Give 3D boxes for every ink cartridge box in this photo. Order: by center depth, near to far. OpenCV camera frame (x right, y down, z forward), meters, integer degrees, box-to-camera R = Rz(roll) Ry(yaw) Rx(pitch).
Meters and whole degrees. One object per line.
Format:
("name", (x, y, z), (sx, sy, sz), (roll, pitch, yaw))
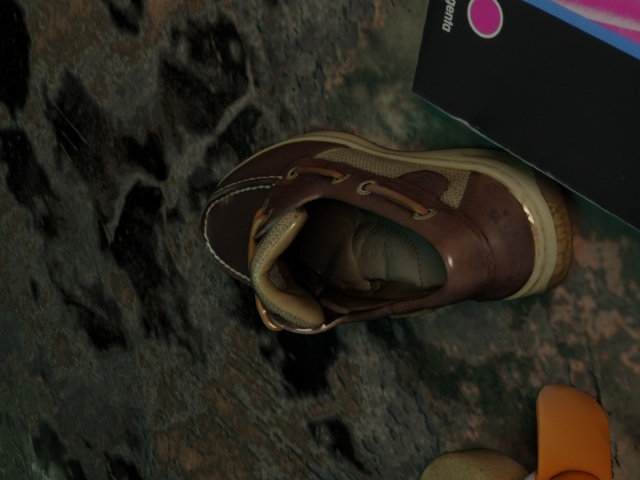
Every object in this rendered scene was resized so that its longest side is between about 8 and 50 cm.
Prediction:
("ink cartridge box", (0.201, -0.071, 0.474), (0.371, 0.069, 0.176), (36, 133, 33))

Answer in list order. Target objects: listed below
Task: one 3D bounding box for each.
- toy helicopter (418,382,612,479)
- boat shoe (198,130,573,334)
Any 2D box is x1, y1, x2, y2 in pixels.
("toy helicopter", (0.143, 0.238, 0.587), (0.355, 0.140, 0.235), (-133, 51, -59))
("boat shoe", (0.000, 0.000, 0.714), (0.342, 0.123, 0.123), (7, 114, 51))
